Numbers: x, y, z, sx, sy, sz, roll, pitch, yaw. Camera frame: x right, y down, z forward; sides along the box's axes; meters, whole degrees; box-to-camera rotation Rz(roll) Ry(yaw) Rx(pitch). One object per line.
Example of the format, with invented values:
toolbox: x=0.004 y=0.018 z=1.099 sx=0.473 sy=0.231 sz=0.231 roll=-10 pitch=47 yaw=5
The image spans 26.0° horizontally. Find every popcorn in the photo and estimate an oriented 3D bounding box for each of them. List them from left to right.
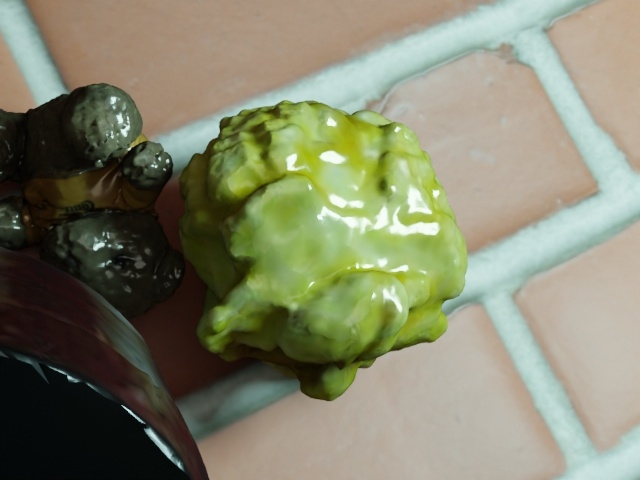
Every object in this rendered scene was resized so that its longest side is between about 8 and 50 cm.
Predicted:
popcorn: x=0.000 y=0.000 z=1.101 sx=0.256 sy=0.195 sz=0.254 roll=44 pitch=50 yaw=-33

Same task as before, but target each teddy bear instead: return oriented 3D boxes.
teddy bear: x=-0.185 y=-0.026 z=1.101 sx=0.177 sy=0.140 sz=0.190 roll=-15 pitch=87 yaw=21

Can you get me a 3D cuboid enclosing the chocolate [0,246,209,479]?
chocolate: x=-0.262 y=0.172 z=0.899 sx=0.384 sy=0.331 sz=0.383 roll=-5 pitch=108 yaw=-17
